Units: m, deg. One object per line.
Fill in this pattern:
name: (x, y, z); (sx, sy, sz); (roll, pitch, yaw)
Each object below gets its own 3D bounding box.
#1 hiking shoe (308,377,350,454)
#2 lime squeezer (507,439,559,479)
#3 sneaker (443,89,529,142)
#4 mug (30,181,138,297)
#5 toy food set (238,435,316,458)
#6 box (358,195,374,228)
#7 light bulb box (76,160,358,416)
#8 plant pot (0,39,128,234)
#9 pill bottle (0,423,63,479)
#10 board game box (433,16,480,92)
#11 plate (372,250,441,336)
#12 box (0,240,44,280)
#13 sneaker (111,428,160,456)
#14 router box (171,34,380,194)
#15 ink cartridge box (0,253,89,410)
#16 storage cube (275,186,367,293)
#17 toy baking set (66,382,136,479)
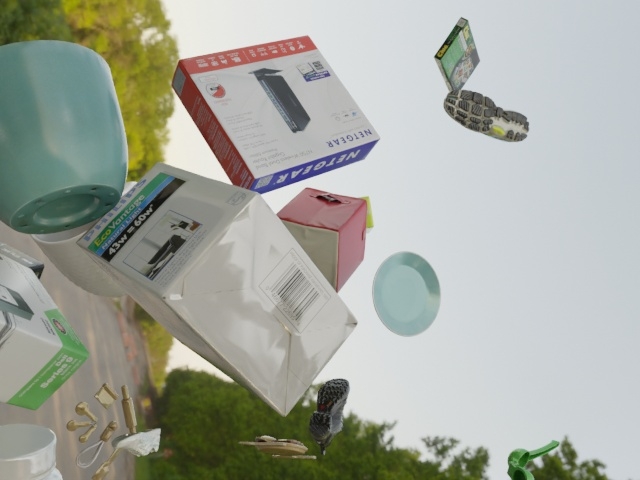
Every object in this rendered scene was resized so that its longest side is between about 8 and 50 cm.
hiking shoe: (0.027, 0.496, 1.962); (0.227, 0.086, 0.114); (-56, 147, -48)
lime squeezer: (0.443, 0.498, 1.431); (0.059, 0.110, 0.310); (-63, 172, 22)
sneaker: (0.454, -0.336, 1.929); (0.110, 0.275, 0.107); (3, -106, 68)
mug: (-0.645, -0.021, 2.097); (0.276, 0.374, 0.328); (21, -31, 33)
toy food set: (-0.094, 0.474, 1.596); (0.192, 0.132, 0.038); (50, 40, -56)
box: (0.148, -0.086, 2.339); (0.178, 0.042, 0.109); (108, -28, -82)
light bulb box: (-0.188, 0.077, 1.239); (0.361, 0.225, 0.358); (21, -26, 49)
plant pot: (-0.462, -0.152, 1.156); (0.235, 0.293, 0.293); (66, -18, 13)
pill bottle: (-0.632, 0.574, 1.388); (0.204, 0.204, 0.361); (-154, -113, -70)
board game box: (0.400, -0.527, 1.987); (0.030, 0.136, 0.260); (38, 3, 23)
plate: (0.187, 0.117, 1.507); (0.024, 0.188, 0.188); (-12, -89, 58)
box: (-0.720, 0.105, 1.514); (0.180, 0.147, 0.077); (-67, 172, 9)
sneaker: (-0.444, 0.497, 1.668); (0.152, 0.054, 0.061); (13, 68, -59)
router box: (-0.088, -0.267, 1.423); (0.301, 0.335, 0.082); (57, -36, 14)
ink cartridge box: (-0.482, 0.094, 0.922); (0.211, 0.121, 0.289); (44, -4, 27)
storage cube: (0.000, 0.000, 1.753); (0.193, 0.184, 0.215); (-47, 145, -54)
toy baking set: (-0.601, 0.527, 1.904); (0.030, 0.197, 0.256); (3, -71, 47)
